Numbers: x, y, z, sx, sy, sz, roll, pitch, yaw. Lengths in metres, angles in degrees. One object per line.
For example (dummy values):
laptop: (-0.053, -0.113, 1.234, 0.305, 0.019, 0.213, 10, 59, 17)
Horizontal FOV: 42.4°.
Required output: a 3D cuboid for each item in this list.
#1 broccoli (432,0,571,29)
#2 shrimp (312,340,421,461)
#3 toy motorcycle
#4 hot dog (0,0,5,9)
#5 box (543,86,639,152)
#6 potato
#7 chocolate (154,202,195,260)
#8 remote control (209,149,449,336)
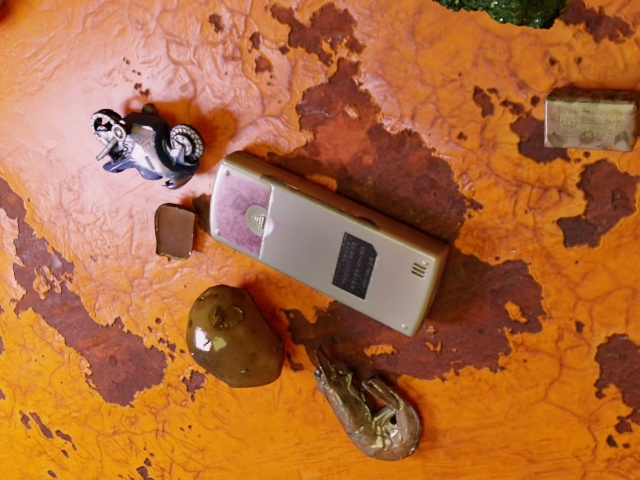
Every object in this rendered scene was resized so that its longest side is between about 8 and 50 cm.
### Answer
broccoli: (0.168, -0.336, 0.725, 0.275, 0.308, 0.307, -28, 101, 4)
shrimp: (0.068, 0.237, 1.218, 0.126, 0.047, 0.223, -26, 106, 31)
toy motorcycle: (-0.247, -0.131, 1.195, 0.205, 0.076, 0.114, 13, 128, 26)
hot dog: (-0.589, -0.346, 1.237, 0.257, 0.150, 0.153, 7, 110, 28)
box: (0.290, -0.130, 0.880, 0.098, 0.045, 0.062, 5, 119, 28)
potato: (-0.130, 0.152, 1.242, 0.137, 0.137, 0.176, -30, 100, 39)
chocolate: (-0.220, -0.017, 1.263, 0.065, 0.031, 0.100, 10, 126, 6)
remote control: (0.000, 0.000, 1.124, 0.344, 0.050, 0.145, 27, 126, 17)
